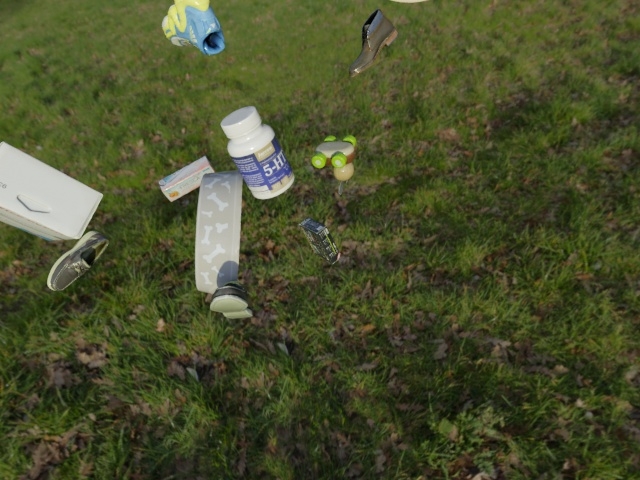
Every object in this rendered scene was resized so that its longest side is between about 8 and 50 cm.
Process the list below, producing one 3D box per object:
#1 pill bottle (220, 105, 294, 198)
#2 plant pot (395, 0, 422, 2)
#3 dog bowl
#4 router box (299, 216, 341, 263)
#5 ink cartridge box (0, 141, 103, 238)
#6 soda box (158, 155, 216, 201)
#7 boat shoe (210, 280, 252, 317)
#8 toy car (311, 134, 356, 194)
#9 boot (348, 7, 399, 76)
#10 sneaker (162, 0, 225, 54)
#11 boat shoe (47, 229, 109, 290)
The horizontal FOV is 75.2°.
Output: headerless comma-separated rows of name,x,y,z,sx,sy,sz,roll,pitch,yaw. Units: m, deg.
pill bottle,-0.143,-0.197,0.936,0.112,0.186,0.112,-16,39,13
plant pot,0.205,-0.504,0.648,0.257,0.256,0.274,30,34,20
dog bowl,-0.263,-0.019,1.091,0.102,0.348,0.348,2,51,-12
router box,0.000,0.000,1.181,0.038,0.122,0.092,-40,37,-18
ink cartridge box,-0.708,-0.102,1.011,0.308,0.223,0.128,-1,63,46
soda box,-0.449,-0.210,1.410,0.183,0.058,0.063,-30,53,-5
boat shoe,-0.203,0.131,0.955,0.081,0.227,0.068,-4,71,-3
toy car,0.067,-0.276,1.565,0.149,0.188,0.155,5,44,23
boot,0.148,-0.641,1.349,0.219,0.106,0.082,-48,34,-4
sneaker,-0.279,-0.454,0.920,0.091,0.240,0.126,-31,103,-18
boat shoe,-0.764,0.066,1.319,0.074,0.080,0.223,17,61,25
